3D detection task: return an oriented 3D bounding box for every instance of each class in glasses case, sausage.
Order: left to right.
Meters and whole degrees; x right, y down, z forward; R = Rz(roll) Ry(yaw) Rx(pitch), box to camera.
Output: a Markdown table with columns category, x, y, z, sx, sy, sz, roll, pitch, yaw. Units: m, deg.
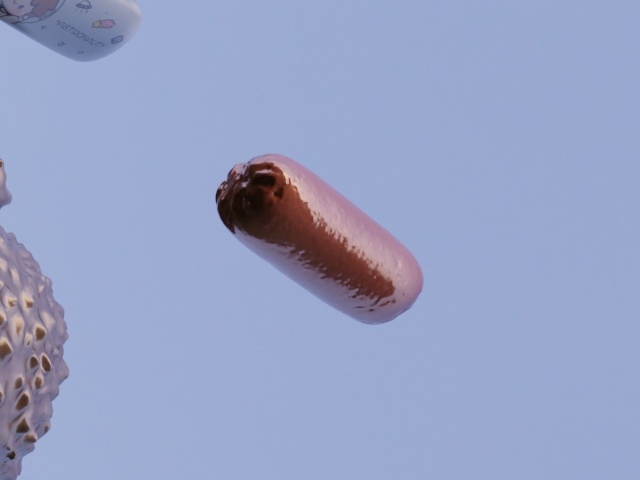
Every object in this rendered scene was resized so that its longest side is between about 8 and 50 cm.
| category | x | y | z | sx | sy | sz | roll | pitch | yaw |
| --- | --- | --- | --- | --- | --- | --- | --- | --- | --- |
| glasses case | -0.197 | -0.180 | 1.137 | 0.067 | 0.178 | 0.045 | -35 | -118 | 15 |
| sausage | 0.000 | 0.000 | 0.962 | 0.062 | 0.154 | 0.062 | -27 | -136 | 30 |

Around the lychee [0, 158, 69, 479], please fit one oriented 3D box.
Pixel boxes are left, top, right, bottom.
| category | x | y | z | sx | sy | sz | roll | pitch | yaw |
| --- | --- | --- | --- | --- | --- | --- | --- | --- | --- |
| lychee | -0.402 | 0.085 | 1.221 | 0.432 | 0.380 | 0.380 | -46 | -105 | 5 |
